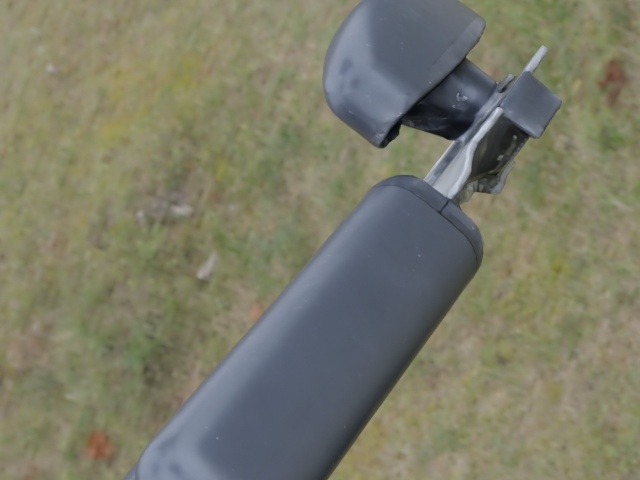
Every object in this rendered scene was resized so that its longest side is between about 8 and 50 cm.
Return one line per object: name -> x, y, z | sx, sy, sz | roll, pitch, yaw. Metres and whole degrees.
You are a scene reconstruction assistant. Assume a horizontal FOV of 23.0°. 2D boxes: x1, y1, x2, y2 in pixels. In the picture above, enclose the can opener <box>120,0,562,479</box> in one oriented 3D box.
can opener -> 0.000, 0.000, 0.534 | 0.076, 0.095, 0.283 | -51, -2, 43
